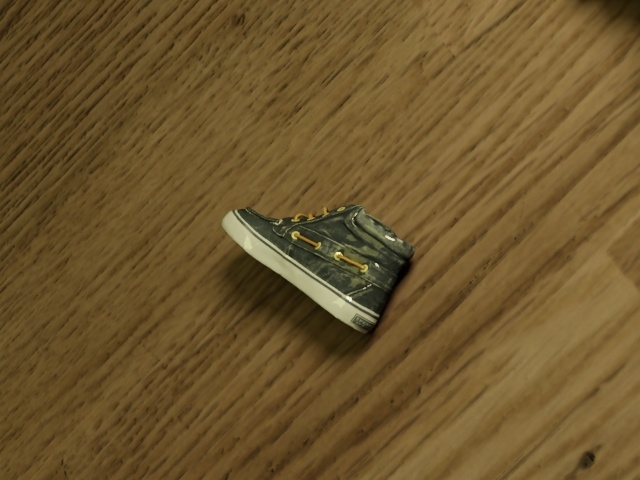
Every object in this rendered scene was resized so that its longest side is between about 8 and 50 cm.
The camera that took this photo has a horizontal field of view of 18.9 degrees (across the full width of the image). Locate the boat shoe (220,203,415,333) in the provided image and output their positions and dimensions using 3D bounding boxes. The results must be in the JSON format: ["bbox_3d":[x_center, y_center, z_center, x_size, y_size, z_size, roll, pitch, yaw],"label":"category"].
[{"bbox_3d":[0.000,0.000,1.553,0.183,0.065,0.083,35,91,40],"label":"boat shoe"}]
